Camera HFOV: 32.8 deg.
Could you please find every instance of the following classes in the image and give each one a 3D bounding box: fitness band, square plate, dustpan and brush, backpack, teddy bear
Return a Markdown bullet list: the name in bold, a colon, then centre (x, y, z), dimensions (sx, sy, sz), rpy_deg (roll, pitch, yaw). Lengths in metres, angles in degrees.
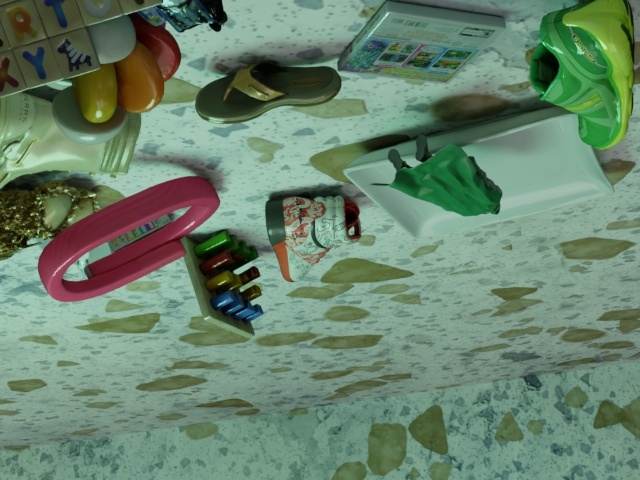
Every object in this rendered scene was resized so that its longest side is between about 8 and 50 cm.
- **fitness band**: centre (-0.283, -0.004, 1.623), dimensions (0.291, 0.054, 0.209), rpy_deg (-27, 162, -15)
- **square plate**: centre (0.250, -0.103, 1.656), dimensions (0.344, 0.049, 0.347), rpy_deg (-13, 159, 19)
- **dustpan and brush**: centre (-0.395, 0.020, 1.800), dimensions (0.147, 0.060, 0.211), rpy_deg (-2, 160, -10)
- **backpack**: centre (-0.146, -0.261, 1.025), dimensions (0.084, 0.105, 0.114), rpy_deg (-11, 157, 13)
- **teddy bear**: centre (-0.493, -0.024, 1.594), dimensions (0.338, 0.113, 0.245), rpy_deg (-18, 179, 25)

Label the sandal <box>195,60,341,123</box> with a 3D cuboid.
- **sandal**: centre (-0.065, -0.189, 1.312), dimensions (0.180, 0.072, 0.049), rpy_deg (-9, 145, 4)

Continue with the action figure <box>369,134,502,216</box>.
- **action figure**: centre (0.189, -0.080, 1.536), dimensions (0.137, 0.063, 0.232), rpy_deg (-21, 150, 33)

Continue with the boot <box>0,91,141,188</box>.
- **boot**: centre (-0.355, -0.112, 1.407), dimensions (0.203, 0.095, 0.262), rpy_deg (3, 156, -27)

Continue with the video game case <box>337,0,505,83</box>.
- **video game case**: centre (0.118, -0.234, 1.301), dimensions (0.157, 0.019, 0.143), rpy_deg (2, 159, -24)

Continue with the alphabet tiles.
- **alphabet tiles**: centre (-0.266, -0.239, 0.976), dimensions (0.237, 0.198, 0.009), rpy_deg (-12, -162, 18)

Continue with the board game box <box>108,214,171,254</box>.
- **board game box**: centre (-0.293, 0.010, 1.790), dimensions (0.103, 0.026, 0.154), rpy_deg (-28, 164, -13)

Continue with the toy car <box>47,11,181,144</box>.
- **toy car**: centre (-0.214, -0.200, 1.096), dimensions (0.136, 0.182, 0.159), rpy_deg (-15, 147, -26)

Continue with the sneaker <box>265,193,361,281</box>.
- **sneaker**: centre (0.000, 0.001, 1.813), dimensions (0.145, 0.090, 0.270), rpy_deg (-5, 158, 6)

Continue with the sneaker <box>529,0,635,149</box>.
- **sneaker**: centre (0.322, -0.208, 1.334), dimensions (0.123, 0.109, 0.295), rpy_deg (2, 158, 17)

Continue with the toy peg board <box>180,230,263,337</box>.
- **toy peg board**: centre (-0.153, 0.068, 1.877), dimensions (0.079, 0.161, 0.161), rpy_deg (-29, 154, 15)
